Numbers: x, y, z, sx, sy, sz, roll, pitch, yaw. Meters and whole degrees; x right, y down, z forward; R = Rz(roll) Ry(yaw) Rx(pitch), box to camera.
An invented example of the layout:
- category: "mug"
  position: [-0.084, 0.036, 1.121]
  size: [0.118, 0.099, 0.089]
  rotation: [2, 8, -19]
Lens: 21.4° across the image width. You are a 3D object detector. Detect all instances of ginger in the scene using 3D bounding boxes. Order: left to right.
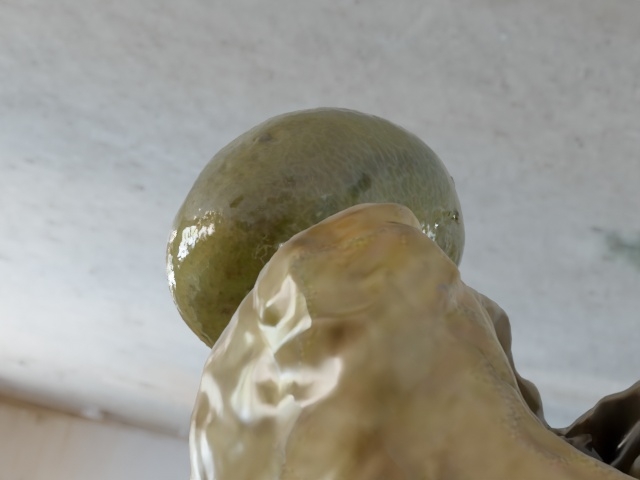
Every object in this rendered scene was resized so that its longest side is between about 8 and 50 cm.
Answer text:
- category: "ginger"
  position: [-0.005, 0.123, 0.386]
  size: [0.221, 0.276, 0.130]
  rotation: [8, -159, -3]

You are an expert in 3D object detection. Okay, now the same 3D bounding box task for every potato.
- category: "potato"
  position: [0.000, 0.000, 1.164]
  size: [0.235, 0.160, 0.178]
  rotation: [4, 141, -41]
